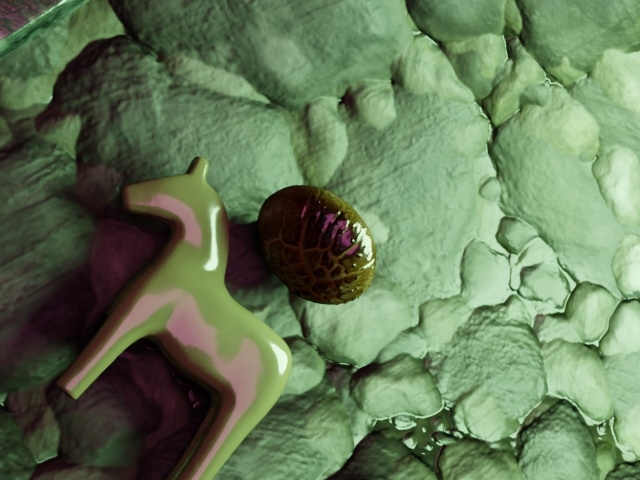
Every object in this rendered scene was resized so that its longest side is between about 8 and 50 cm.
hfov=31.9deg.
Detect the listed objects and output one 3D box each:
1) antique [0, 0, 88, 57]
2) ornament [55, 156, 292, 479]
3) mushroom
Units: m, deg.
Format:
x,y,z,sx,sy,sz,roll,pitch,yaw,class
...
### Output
x,y,z,sx,sy,sz,roll,pitch,yaw,class
-0.262,-0.221,0.957,0.183,0.086,0.088,-40,101,-23,antique
-0.123,0.068,1.001,0.230,0.061,0.245,43,70,-12,ornament
-0.005,0.006,1.041,0.126,0.109,0.085,38,74,1,mushroom
